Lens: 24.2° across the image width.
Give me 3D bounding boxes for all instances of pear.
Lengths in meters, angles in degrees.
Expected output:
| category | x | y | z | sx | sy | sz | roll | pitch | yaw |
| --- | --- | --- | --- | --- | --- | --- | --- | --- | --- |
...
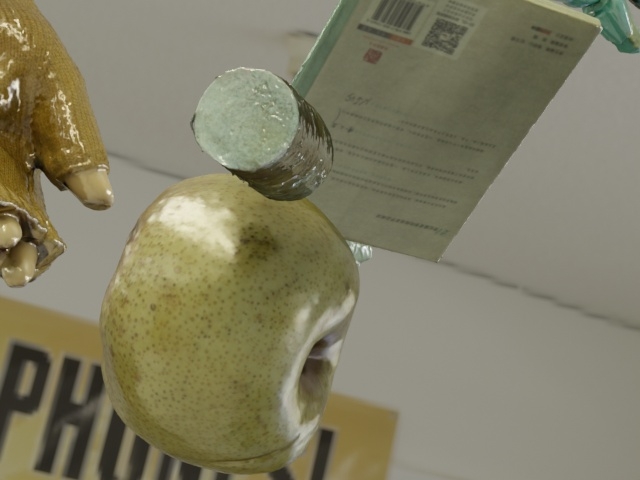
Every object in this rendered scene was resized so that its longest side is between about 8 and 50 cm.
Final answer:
| category | x | y | z | sx | sy | sz | roll | pitch | yaw |
| --- | --- | --- | --- | --- | --- | --- | --- | --- | --- |
| pear | -0.054 | 0.047 | 0.849 | 0.137 | 0.167 | 0.167 | 19 | -14 | 8 |

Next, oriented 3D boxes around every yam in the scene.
| category | x | y | z | sx | sy | sz | roll | pitch | yaw |
| --- | --- | --- | --- | --- | --- | --- | --- | --- | --- |
| yam | -0.026 | -0.051 | 0.728 | 0.054 | 0.054 | 0.132 | 11 | -2 | 8 |

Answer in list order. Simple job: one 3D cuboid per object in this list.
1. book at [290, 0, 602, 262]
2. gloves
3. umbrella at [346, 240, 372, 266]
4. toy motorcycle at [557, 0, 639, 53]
| category | x | y | z | sx | sy | sz | roll | pitch | yaw |
| --- | --- | --- | --- | --- | --- | --- | --- | --- | --- |
| book | 0.072 | -0.102 | 1.219 | 0.215 | 0.025 | 0.282 | 16 | -49 | -24 |
| gloves | -0.319 | -0.108 | 1.434 | 0.203 | 0.356 | 0.155 | 0 | -36 | -30 |
| umbrella | 0.000 | 0.000 | 1.751 | 0.143 | 0.067 | 0.062 | 3 | 18 | -44 |
| toy motorcycle | 0.263 | -0.324 | 1.555 | 0.296 | 0.198 | 0.109 | 41 | -15 | -19 |
